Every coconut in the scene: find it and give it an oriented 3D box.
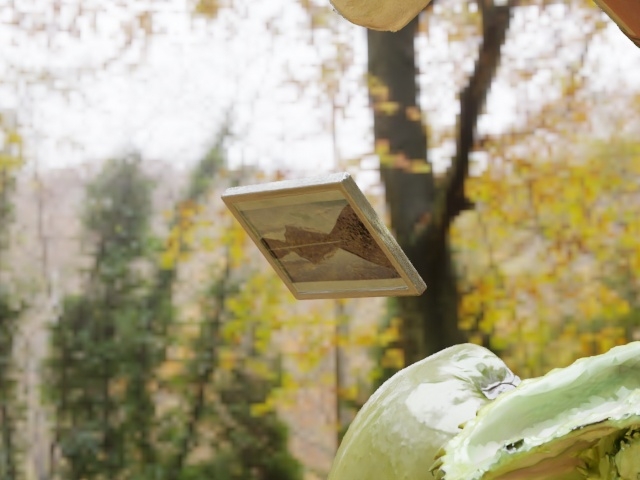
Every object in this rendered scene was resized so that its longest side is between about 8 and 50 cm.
[{"bbox_3d":[0.074,-0.344,2.163,0.161,0.161,0.162,7,-34,-34],"label":"coconut"}]

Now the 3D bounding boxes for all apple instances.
[{"bbox_3d":[0.160,0.301,1.893,0.320,0.360,0.311,10,18,5],"label":"apple"}]

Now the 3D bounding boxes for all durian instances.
[{"bbox_3d":[0.257,0.148,1.418,0.355,0.157,0.169,-20,-23,16],"label":"durian"}]

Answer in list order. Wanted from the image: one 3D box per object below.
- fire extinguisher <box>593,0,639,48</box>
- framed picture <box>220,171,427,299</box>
[{"bbox_3d":[0.363,-0.383,2.183,0.113,0.200,0.376,-31,-30,21],"label":"fire extinguisher"},{"bbox_3d":[0.000,0.000,1.719,0.203,0.015,0.150,-4,-52,51],"label":"framed picture"}]
